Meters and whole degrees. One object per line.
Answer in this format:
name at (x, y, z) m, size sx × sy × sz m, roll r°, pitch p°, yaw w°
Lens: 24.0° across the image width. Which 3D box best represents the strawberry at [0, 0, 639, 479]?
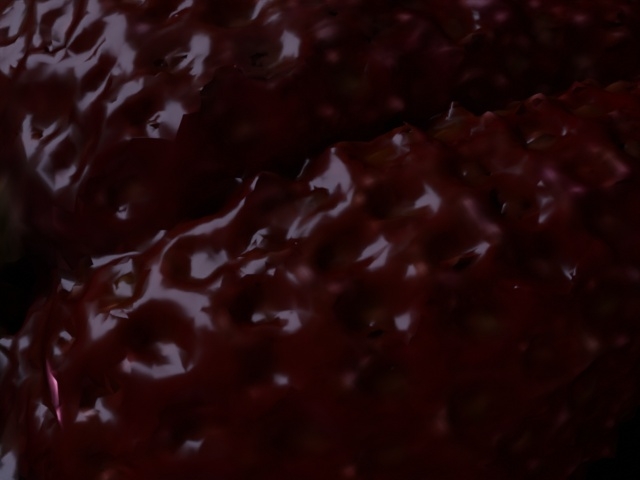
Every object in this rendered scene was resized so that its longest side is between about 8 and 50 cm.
strawberry at (0.008, -0.003, 0.493) m, size 0.288 × 0.250 × 0.238 m, roll -31°, pitch -19°, yaw 0°
